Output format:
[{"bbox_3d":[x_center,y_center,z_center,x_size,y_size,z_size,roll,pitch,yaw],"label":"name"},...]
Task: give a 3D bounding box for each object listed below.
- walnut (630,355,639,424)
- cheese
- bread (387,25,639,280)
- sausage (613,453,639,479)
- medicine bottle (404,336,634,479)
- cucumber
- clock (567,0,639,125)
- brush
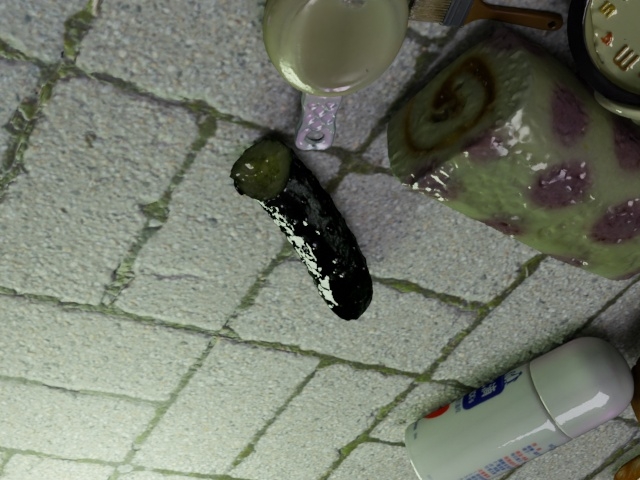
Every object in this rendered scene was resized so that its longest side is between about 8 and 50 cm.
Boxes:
[{"bbox_3d":[0.565,0.163,1.358,0.209,0.209,0.336,6,132,-20],"label":"walnut"},{"bbox_3d":[0.008,-0.175,0.945,0.137,0.064,0.227,0,138,-12],"label":"cheese"},{"bbox_3d":[0.257,-0.076,1.048,0.338,0.155,0.187,22,132,-33],"label":"bread"},{"bbox_3d":[0.593,0.358,1.671,0.103,0.076,0.302,4,135,-7],"label":"sausage"},{"bbox_3d":[0.298,0.258,1.443,0.341,0.130,0.130,-32,135,21],"label":"medicine bottle"},{"bbox_3d":[0.000,0.000,1.127,0.081,0.072,0.303,-26,138,11],"label":"cucumber"},{"bbox_3d":[0.409,-0.235,0.867,0.276,0.120,0.379,47,123,2],"label":"clock"},{"bbox_3d":[0.167,-0.225,0.967,0.170,0.014,0.043,4,137,-19],"label":"brush"}]
